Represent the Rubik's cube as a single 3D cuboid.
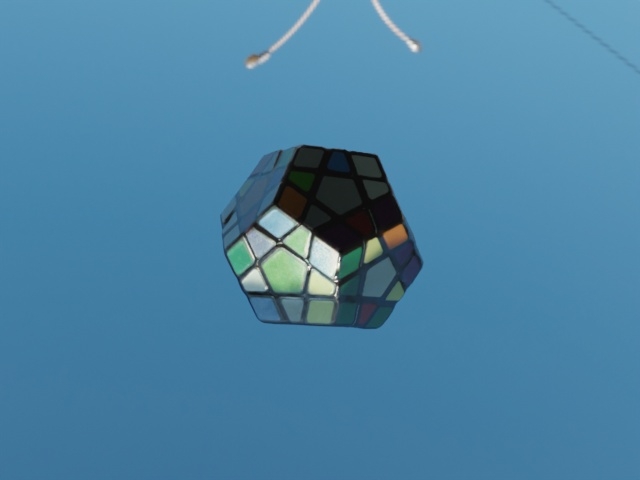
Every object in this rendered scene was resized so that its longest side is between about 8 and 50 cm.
[{"bbox_3d":[0.000,0.000,0.551,0.133,0.133,0.111,5,-95,-9],"label":"Rubik's cube"}]
